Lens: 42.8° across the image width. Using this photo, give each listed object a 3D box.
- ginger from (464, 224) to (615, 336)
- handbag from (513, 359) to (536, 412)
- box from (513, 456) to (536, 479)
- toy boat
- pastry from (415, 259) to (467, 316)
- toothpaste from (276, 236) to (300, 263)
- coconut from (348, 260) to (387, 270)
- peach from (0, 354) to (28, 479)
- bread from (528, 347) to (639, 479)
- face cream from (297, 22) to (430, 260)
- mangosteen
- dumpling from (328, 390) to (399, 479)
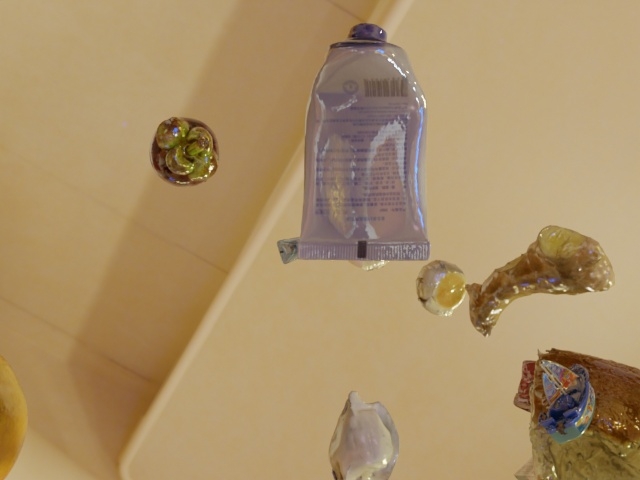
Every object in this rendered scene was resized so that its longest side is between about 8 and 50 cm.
[{"bbox_3d":[0.328,0.069,1.260,0.294,0.131,0.086,-46,-163,51],"label":"ginger"},{"bbox_3d":[0.548,0.346,1.854,0.225,0.147,0.135,-12,-122,66],"label":"handbag"},{"bbox_3d":[0.626,0.625,2.229,0.135,0.081,0.199,-40,170,-13],"label":"box"},{"bbox_3d":[0.400,0.242,1.348,0.091,0.110,0.175,-35,-176,36],"label":"toy boat"},{"bbox_3d":[0.344,0.134,2.313,0.165,0.166,0.088,-61,-153,-4],"label":"pastry"},{"bbox_3d":[0.000,0.000,2.068,0.218,0.064,0.041,-17,167,-3],"label":"toothpaste"},{"bbox_3d":[0.114,0.022,2.025,0.125,0.110,0.110,-19,-159,18],"label":"coconut"},{"bbox_3d":[-0.681,0.324,1.448,0.290,0.372,0.372,-32,-175,-1],"label":"peach"},{"bbox_3d":[0.533,0.365,1.567,0.250,0.279,0.224,-67,163,-58],"label":"bread"},{"bbox_3d":[0.078,-0.174,1.440,0.137,0.235,0.420,31,59,-78],"label":"face cream"},{"bbox_3d":[-0.279,-0.175,1.684,0.145,0.156,0.181,-63,-155,14],"label":"mangosteen"},{"bbox_3d":[0.086,0.381,1.515,0.118,0.136,0.199,138,-42,-61],"label":"dumpling"}]
